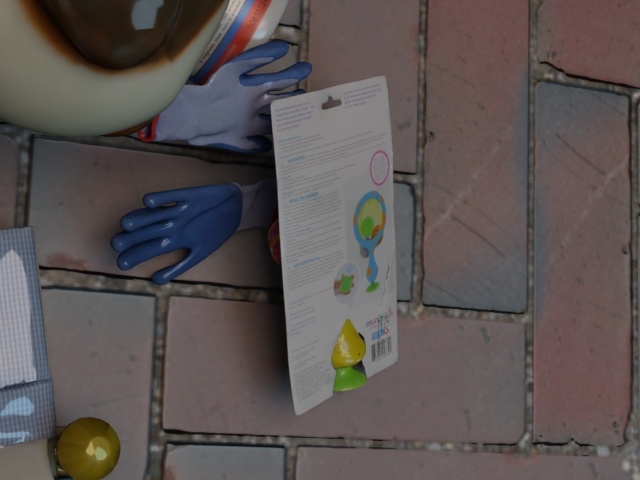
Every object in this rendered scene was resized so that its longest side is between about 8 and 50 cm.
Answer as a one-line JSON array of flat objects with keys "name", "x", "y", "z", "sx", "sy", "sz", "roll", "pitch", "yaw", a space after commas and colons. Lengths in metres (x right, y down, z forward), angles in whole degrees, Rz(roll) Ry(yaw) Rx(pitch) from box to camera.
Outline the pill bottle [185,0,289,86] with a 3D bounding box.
[{"name": "pill bottle", "x": -0.141, "y": -0.206, "z": 0.950, "sx": 0.221, "sy": 0.124, "sz": 0.124, "roll": 30, "pitch": 72, "yaw": -19}]

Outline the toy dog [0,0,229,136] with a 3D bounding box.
[{"name": "toy dog", "x": -0.245, "y": -0.204, "z": 0.725, "sx": 0.408, "sy": 0.284, "sz": 0.395, "roll": 19, "pitch": 67, "yaw": -6}]

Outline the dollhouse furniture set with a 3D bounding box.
[{"name": "dollhouse furniture set", "x": -0.277, "y": 0.038, "z": 0.814, "sx": 0.303, "sy": 0.198, "sz": 0.286, "roll": -3, "pitch": 84, "yaw": -25}]

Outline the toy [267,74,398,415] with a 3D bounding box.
[{"name": "toy", "x": 0.000, "y": 0.000, "z": 0.996, "sx": 0.137, "sy": 0.056, "sz": 0.237, "roll": -21, "pitch": 109, "yaw": -48}]

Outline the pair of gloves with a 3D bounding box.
[{"name": "pair of gloves", "x": -0.080, "y": -0.055, "z": 0.951, "sx": 0.159, "sy": 0.198, "sz": 0.023, "roll": -14, "pitch": 43, "yaw": -41}]
